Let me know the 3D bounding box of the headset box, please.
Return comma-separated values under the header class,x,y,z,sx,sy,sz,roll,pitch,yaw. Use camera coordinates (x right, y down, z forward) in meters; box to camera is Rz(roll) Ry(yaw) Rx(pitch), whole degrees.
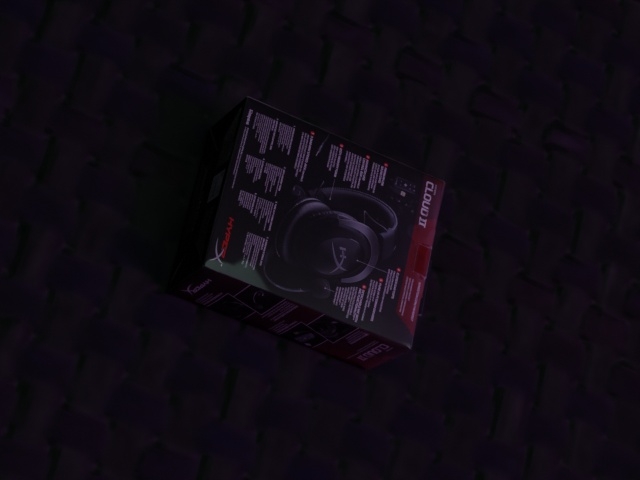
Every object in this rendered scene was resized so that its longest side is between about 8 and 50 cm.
class,x,y,z,sx,sy,sz,roll,pitch,yaw
headset box,0.000,0.000,0.619,0.083,0.032,0.062,22,64,-21
